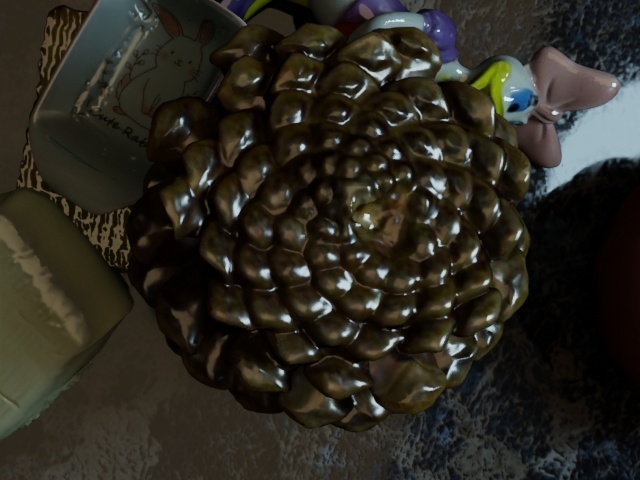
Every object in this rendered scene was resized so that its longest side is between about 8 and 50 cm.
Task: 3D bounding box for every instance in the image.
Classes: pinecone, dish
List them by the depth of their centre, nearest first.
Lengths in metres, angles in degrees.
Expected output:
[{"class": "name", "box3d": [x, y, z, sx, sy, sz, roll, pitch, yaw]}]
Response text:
[{"class": "pinecone", "box3d": [0.000, 0.000, 1.200, 0.384, 0.384, 0.385, 0, 91, -9]}, {"class": "dish", "box3d": [-0.177, -0.136, 1.267, 0.154, 0.064, 0.234, 32, 90, 14]}]

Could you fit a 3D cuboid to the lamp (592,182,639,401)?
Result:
[{"class": "lamp", "box3d": [0.422, 0.051, 1.317, 0.303, 0.257, 0.303, 0, 89, -9]}]

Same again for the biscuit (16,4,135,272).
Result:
[{"class": "biscuit", "box3d": [-0.211, -0.099, 1.325, 0.172, 0.029, 0.255, 11, 90, -9]}]

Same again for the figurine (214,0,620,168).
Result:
[{"class": "figurine", "box3d": [0.080, -0.198, 1.318, 0.421, 0.154, 0.193, 34, 49, -1]}]

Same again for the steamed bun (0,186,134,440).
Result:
[{"class": "steamed bun", "box3d": [-0.304, 0.066, 1.241, 0.250, 0.155, 0.200, -39, 96, 20]}]
